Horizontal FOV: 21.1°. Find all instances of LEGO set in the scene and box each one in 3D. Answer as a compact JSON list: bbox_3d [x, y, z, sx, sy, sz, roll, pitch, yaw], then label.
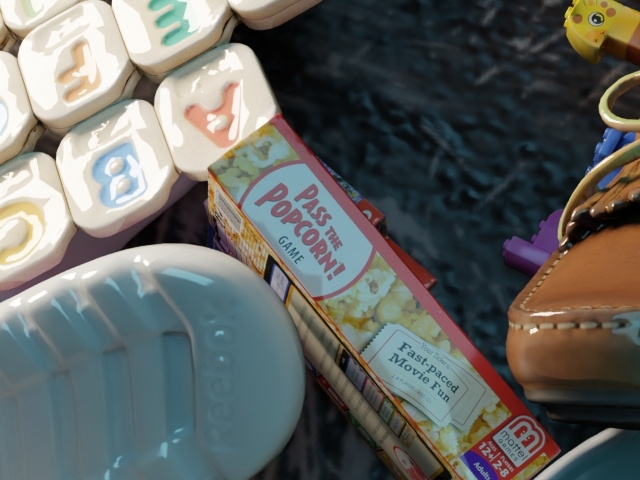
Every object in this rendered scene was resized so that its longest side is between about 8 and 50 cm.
[{"bbox_3d":[0.161,-0.072,0.900,0.093,0.087,0.227,27,70,15],"label":"LEGO set"}]

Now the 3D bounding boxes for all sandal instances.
[{"bbox_3d":[-0.197,0.110,0.836,0.416,0.102,0.169,-14,99,12],"label":"sandal"}]

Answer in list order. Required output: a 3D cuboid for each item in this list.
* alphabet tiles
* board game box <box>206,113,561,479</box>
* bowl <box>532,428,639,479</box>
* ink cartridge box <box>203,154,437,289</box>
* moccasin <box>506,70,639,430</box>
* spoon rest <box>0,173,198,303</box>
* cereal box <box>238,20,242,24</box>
[{"bbox_3d":[-0.134,-0.114,0.895,0.284,0.021,0.278,-28,53,7],"label":"alphabet tiles"},{"bbox_3d":[0.021,0.047,0.807,0.045,0.147,0.193,-38,82,-12],"label":"board game box"},{"bbox_3d":[0.194,0.233,0.723,0.312,0.163,0.311,-2,67,5],"label":"bowl"},{"bbox_3d":[0.000,0.000,0.911,0.115,0.029,0.063,42,76,19],"label":"ink cartridge box"},{"bbox_3d":[0.193,-0.031,0.747,0.139,0.147,0.380,5,24,40],"label":"moccasin"},{"bbox_3d":[-0.152,-0.013,0.914,0.276,0.084,0.137,-32,66,5],"label":"spoon rest"},{"bbox_3d":[-0.085,-0.239,1.011,0.173,0.047,0.240,-34,68,-8],"label":"cereal box"}]
